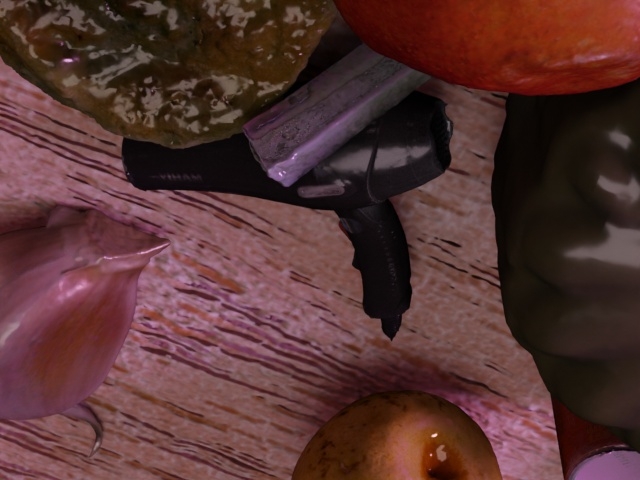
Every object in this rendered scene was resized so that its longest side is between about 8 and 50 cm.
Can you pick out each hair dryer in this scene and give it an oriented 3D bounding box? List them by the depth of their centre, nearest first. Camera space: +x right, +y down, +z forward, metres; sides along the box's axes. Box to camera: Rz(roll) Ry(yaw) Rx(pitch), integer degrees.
[{"bbox_3d":[0.000,0.000,1.195,0.236,0.091,0.271,-3,134,21],"label":"hair dryer"}]

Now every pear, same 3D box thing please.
[{"bbox_3d":[0.056,0.206,1.306,0.178,0.178,0.178,3,131,3],"label":"pear"}]

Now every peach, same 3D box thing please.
[{"bbox_3d":[0.112,-0.188,0.930,0.243,0.199,0.243,10,117,19],"label":"peach"}]

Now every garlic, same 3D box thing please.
[{"bbox_3d":[-0.228,0.088,1.293,0.148,0.128,0.266,24,140,1],"label":"garlic"}]

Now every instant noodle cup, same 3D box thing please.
[{"bbox_3d":[0.225,0.133,1.242,0.127,0.135,0.127,3,132,4],"label":"instant noodle cup"}]

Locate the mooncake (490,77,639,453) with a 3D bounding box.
[{"bbox_3d":[0.286,-0.012,1.070,0.356,0.194,0.356,5,129,6],"label":"mooncake"}]

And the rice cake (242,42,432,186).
[{"bbox_3d":[0.045,-0.112,1.059,0.211,0.043,0.034,-36,155,-1],"label":"rice cake"}]

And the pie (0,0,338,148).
[{"bbox_3d":[-0.107,-0.183,1.035,0.277,0.078,0.277,6,126,8],"label":"pie"}]
